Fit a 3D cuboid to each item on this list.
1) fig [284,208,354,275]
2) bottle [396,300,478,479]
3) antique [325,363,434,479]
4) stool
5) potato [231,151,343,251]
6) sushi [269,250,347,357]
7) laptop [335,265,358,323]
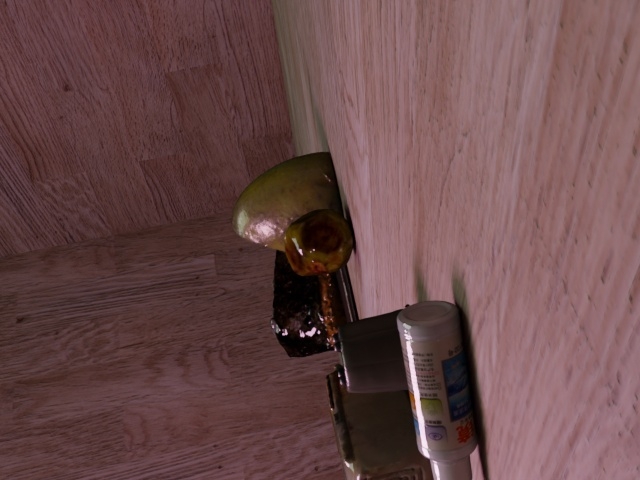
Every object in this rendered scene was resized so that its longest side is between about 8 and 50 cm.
[{"bbox_3d":[0.000,0.000,1.729,0.154,0.144,0.165,-61,1,30],"label":"fig"},{"bbox_3d":[0.113,0.165,0.768,0.060,0.060,0.217,-110,10,-74],"label":"bottle"},{"bbox_3d":[0.085,0.293,1.255,0.284,0.125,0.150,-106,7,-59],"label":"antique"},{"bbox_3d":[0.072,0.131,0.962,0.096,0.110,0.096,-9,-90,-89],"label":"stool"},{"bbox_3d":[-0.077,-0.044,1.888,0.112,0.255,0.269,-105,4,-72],"label":"potato"},{"bbox_3d":[-0.020,0.156,2.284,0.234,0.207,0.348,51,-148,-58],"label":"sushi"},{"bbox_3d":[0.069,0.141,2.113,0.154,0.026,0.207,91,167,-70],"label":"laptop"}]
